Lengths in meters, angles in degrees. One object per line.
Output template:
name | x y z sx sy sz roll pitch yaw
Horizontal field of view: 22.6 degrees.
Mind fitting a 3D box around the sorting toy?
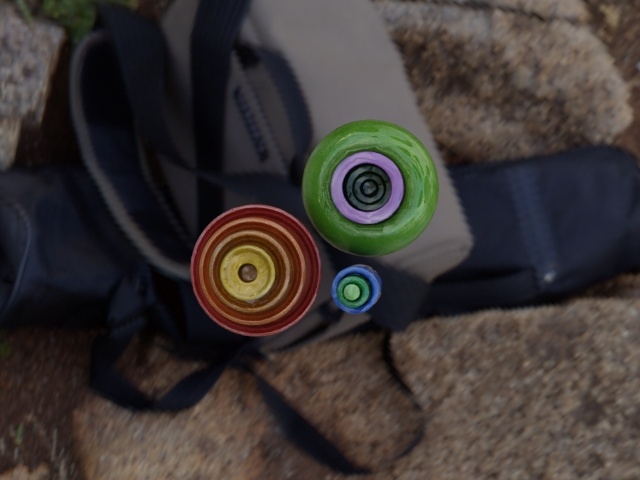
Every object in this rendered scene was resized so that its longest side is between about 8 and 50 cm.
sorting toy | 0.000 0.000 0.580 0.102 0.042 0.061 -38 88 4
